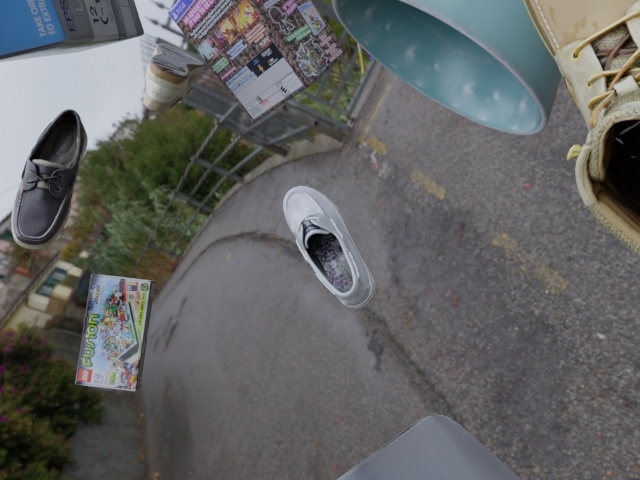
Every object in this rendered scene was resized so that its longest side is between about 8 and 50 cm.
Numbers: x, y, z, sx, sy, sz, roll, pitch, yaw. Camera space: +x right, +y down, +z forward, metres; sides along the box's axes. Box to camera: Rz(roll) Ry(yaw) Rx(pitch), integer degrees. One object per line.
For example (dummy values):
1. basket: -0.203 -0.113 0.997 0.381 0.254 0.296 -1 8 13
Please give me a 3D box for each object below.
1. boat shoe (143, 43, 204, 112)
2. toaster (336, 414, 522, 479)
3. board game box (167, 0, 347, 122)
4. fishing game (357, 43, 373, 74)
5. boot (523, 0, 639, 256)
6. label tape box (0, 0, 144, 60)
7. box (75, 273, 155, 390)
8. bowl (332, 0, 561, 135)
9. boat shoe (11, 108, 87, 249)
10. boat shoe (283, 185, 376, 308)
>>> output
1. boat shoe: -0.329 -0.356 1.208 0.098 0.109 0.302 -61 17 23
2. toaster: 0.029 0.214 0.319 0.110 0.186 0.168 44 125 27
3. board game box: -0.133 -0.432 1.141 0.232 0.291 0.141 -14 30 52
4. fishing game: 0.184 -0.378 0.967 0.041 0.264 0.189 -22 -81 -61
5. boot: 0.198 -0.103 0.354 0.095 0.262 0.203 -32 -2 39
6. label tape box: -0.336 -0.333 0.596 0.347 0.115 0.249 -87 -15 -68
7. box: -0.385 0.172 1.036 0.036 0.114 0.206 135 141 -85
8. bowl: 0.187 -0.283 0.686 0.163 0.312 0.311 -56 16 6
9. boat shoe: -0.512 -0.124 1.038 0.092 0.103 0.285 128 154 -61
10. boat shoe: 0.000 0.000 0.657 0.066 0.063 0.184 -31 63 11
